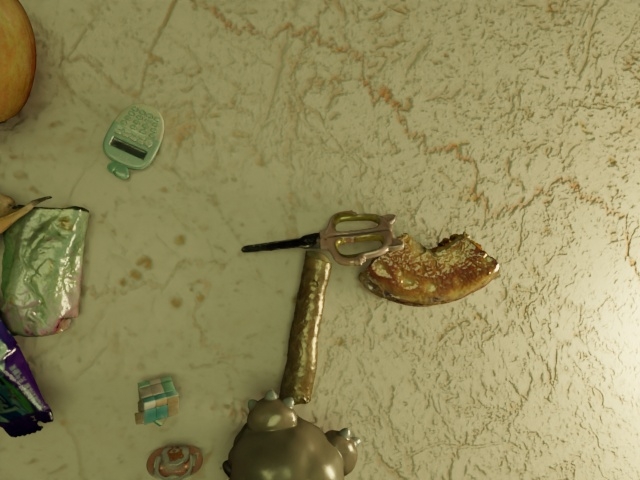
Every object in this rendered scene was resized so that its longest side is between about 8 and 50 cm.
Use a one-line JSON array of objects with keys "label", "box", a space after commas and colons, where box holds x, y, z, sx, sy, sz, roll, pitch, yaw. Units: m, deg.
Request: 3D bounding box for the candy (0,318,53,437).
[{"label": "candy", "box": [-0.549, 0.206, 0.768, 0.145, 0.070, 0.276, -24, 93, 29]}]

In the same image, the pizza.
[{"label": "pizza", "box": [0.229, 0.057, 0.953, 0.304, 0.085, 0.162, -2, 99, -5]}]

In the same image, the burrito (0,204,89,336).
[{"label": "burrito", "box": [-0.488, 0.051, 0.796, 0.143, 0.089, 0.229, 1, 84, -8]}]

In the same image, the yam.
[{"label": "yam", "box": [-0.028, 0.171, 0.902, 0.066, 0.066, 0.300, 9, 86, -12]}]

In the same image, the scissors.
[{"label": "scissors", "box": [0.000, 0.000, 0.904, 0.316, 0.160, 0.024, -6, 132, 2]}]

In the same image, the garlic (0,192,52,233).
[{"label": "garlic", "box": [-0.635, -0.065, 0.717, 0.338, 0.151, 0.196, 27, 83, 0]}]

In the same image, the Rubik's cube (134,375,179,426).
[{"label": "Rubik's cube", "box": [-0.297, 0.297, 0.833, 0.075, 0.084, 0.073, 0, 109, -15]}]

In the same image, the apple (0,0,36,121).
[{"label": "apple", "box": [-0.589, -0.305, 0.718, 0.256, 0.257, 0.234, -9, 122, -13]}]

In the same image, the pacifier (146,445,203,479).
[{"label": "pacifier", "box": [-0.268, 0.422, 0.838, 0.099, 0.082, 0.078, 5, 114, -12]}]

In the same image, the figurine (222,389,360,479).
[{"label": "figurine", "box": [-0.101, 0.472, 0.801, 0.248, 0.203, 0.381, 35, 82, -12]}]

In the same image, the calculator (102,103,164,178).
[{"label": "calculator", "box": [-0.356, -0.189, 0.868, 0.095, 0.021, 0.153, 24, 82, -10]}]
